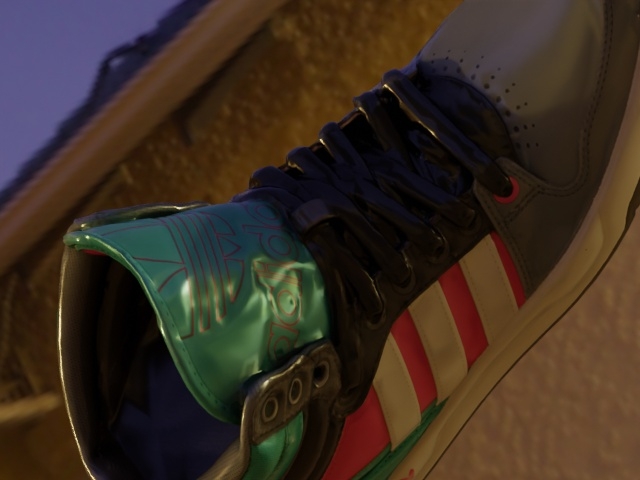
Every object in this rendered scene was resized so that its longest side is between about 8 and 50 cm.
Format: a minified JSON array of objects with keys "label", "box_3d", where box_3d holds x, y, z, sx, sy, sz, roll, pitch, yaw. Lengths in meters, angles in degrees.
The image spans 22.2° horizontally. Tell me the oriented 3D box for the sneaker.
[{"label":"sneaker","box_3d":[0.000,0.000,0.598,0.178,0.124,0.295,8,-62,-53]}]
